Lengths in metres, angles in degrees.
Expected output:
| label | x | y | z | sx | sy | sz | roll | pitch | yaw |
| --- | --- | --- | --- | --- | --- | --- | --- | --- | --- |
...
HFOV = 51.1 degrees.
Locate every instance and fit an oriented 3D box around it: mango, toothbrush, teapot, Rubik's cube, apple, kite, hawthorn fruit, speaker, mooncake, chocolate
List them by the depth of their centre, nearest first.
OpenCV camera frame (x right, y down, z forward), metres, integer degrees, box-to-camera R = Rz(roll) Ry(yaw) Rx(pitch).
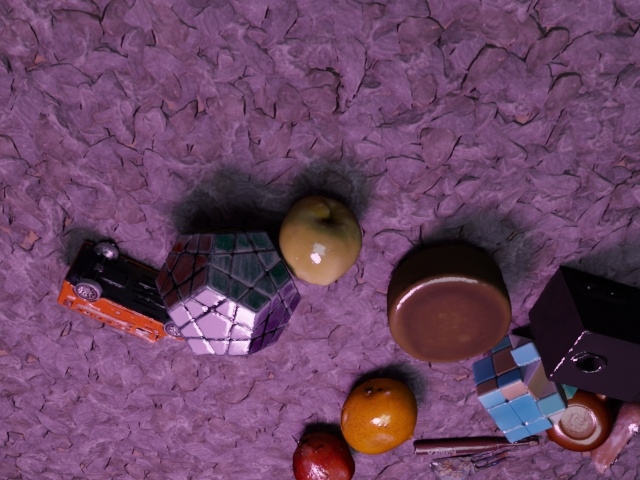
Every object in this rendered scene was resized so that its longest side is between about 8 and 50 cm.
| label | x | y | z | sx | sy | sz | roll | pitch | yaw |
| --- | --- | --- | --- | --- | --- | --- | --- | --- | --- |
| apple | 0.000 | 0.000 | 1.456 | 0.199 | 0.200 | 0.200 | 1 | 125 | 1 |
| Rubik's cube | -0.201 | 0.107 | 1.480 | 0.264 | 0.319 | 0.319 | -29 | 122 | -6 |
| speaker | 0.653 | 0.218 | 1.554 | 0.253 | 0.232 | 0.184 | 16 | 126 | -9 |
| mooncake | 0.294 | 0.144 | 1.563 | 0.284 | 0.156 | 0.285 | 1 | 128 | 2 |
| Rubik's cube | 0.522 | 0.366 | 1.675 | 0.212 | 0.224 | 0.265 | -29 | 114 | 20 |
| teapot | 0.699 | 0.454 | 1.797 | 0.178 | 0.135 | 0.252 | 41 | 102 | 9 |
| mango | 0.148 | 0.487 | 1.818 | 0.190 | 0.160 | 0.291 | 3 | 135 | -8 |
| chocolate | 0.807 | 0.505 | 1.819 | 0.083 | 0.161 | 0.262 | 33 | 124 | 23 |
| hawthorn fruit | -0.009 | 0.627 | 1.905 | 0.181 | 0.181 | 0.235 | -32 | 118 | 22 |
| toothbrush | 0.452 | 0.595 | 1.946 | 0.363 | 0.041 | 0.041 | -5 | 125 | 5 |
| kite | 0.452 | 0.675 | 2.016 | 0.245 | 0.015 | 0.141 | -25 | 122 | 22 |

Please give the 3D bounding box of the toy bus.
| label | x | y | z | sx | sy | sz | roll | pitch | yaw |
| --- | --- | --- | --- | --- | --- | --- | --- | --- | --- |
| toy bus | -0.444 | 0.141 | 1.603 | 0.329 | 0.143 | 0.153 | 25 | 132 | -16 |
